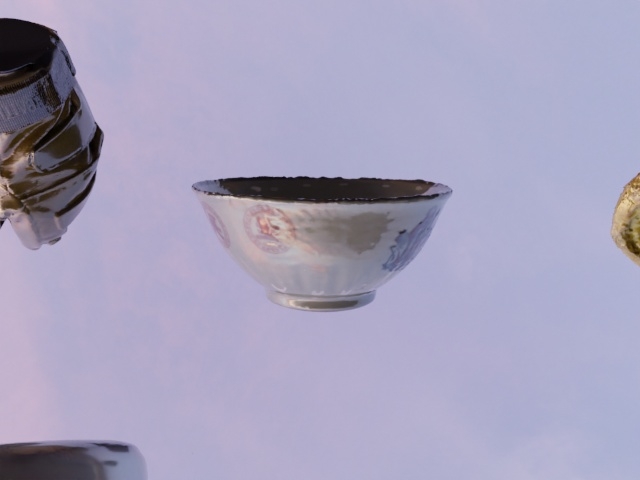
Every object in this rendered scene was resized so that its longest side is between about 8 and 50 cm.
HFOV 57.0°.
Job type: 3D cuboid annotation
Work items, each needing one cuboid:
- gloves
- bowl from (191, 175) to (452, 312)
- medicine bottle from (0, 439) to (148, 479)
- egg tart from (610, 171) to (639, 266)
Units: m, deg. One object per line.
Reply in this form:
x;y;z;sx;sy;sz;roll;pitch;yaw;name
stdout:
-0.331;-0.090;0.676;0.141;0.331;0.154;16;-127;-6;gloves
0.000;0.000;0.783;0.337;0.337;0.157;-1;-79;-13;bowl
-0.169;0.258;0.289;0.170;0.170;0.292;-2;-111;-13;medicine bottle
0.444;-0.040;0.708;0.191;0.191;0.074;17;-135;-6;egg tart
